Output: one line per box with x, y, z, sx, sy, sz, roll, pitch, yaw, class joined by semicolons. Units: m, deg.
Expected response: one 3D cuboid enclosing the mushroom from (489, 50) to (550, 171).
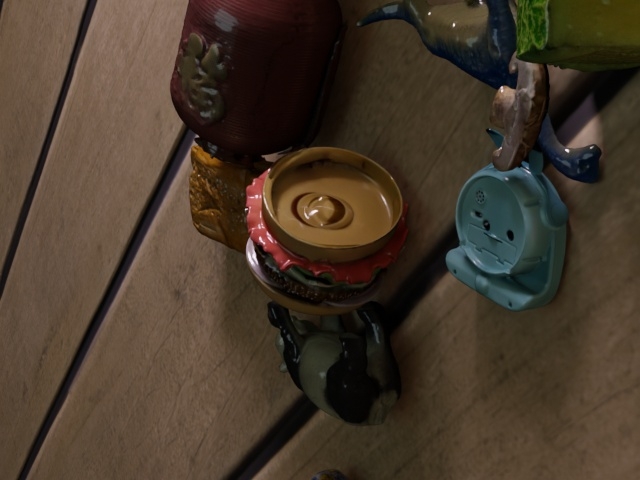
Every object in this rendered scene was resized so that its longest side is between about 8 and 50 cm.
0.154;-0.101;0.739;0.049;0.019;0.101;35;124;49;mushroom

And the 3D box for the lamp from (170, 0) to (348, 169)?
-0.064;-0.201;1.020;0.180;0.180;0.258;53;135;40;lamp

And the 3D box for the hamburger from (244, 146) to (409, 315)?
0.002;-0.002;0.961;0.175;0.175;0.137;61;152;33;hamburger

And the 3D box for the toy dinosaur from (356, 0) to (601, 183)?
0.132;-0.143;0.820;0.247;0.075;0.188;5;109;52;toy dinosaur

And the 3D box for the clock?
0.159;-0.022;0.800;0.108;0.045;0.147;33;125;49;clock

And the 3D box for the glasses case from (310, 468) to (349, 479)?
0.055;0.351;1.001;0.248;0.065;0.087;46;133;43;glasses case

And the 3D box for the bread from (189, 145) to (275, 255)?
-0.083;-0.038;1.154;0.271;0.077;0.139;21;116;56;bread

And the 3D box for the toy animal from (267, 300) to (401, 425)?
0.009;0.123;1.027;0.225;0.094;0.121;18;118;54;toy animal

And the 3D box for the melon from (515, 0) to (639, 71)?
0.219;-0.266;0.617;0.124;0.196;0.323;18;105;18;melon
